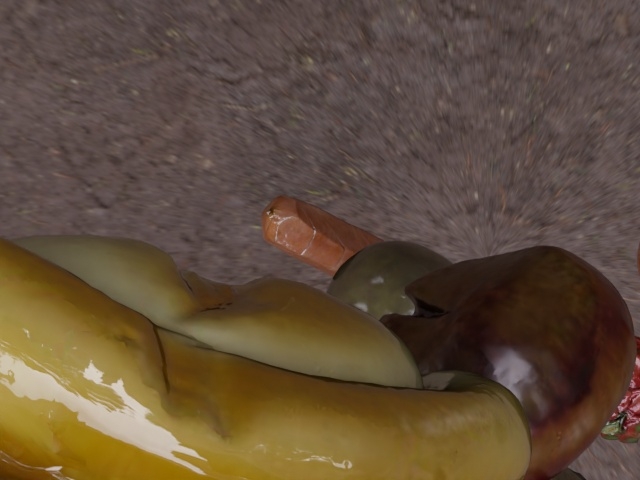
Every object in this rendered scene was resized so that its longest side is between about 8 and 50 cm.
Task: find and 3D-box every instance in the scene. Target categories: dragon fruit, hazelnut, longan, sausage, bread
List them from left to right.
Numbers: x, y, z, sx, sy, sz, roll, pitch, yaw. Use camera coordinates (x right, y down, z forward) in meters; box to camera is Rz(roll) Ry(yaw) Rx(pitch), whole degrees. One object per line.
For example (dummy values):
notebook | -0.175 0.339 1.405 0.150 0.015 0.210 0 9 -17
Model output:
bread | -0.087 0.135 0.895 0.424 0.329 0.245 16 76 -19
sausage | 0.000 0.000 1.727 0.169 0.065 0.065 26 92 -29
longan | 0.084 0.098 1.595 0.159 0.185 0.204 -27 121 -20
hazelnut | 0.128 0.099 1.114 0.204 0.178 0.178 -38 86 -10
dragon fruit | 0.333 0.162 1.728 0.130 0.142 0.121 18 97 36

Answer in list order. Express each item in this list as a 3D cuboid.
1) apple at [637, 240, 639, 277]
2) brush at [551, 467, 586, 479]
apple | 0.427 0.021 1.726 0.163 0.139 0.163 8 112 20
brush | 0.201 0.270 1.246 0.070 0.327 0.065 35 104 -14
